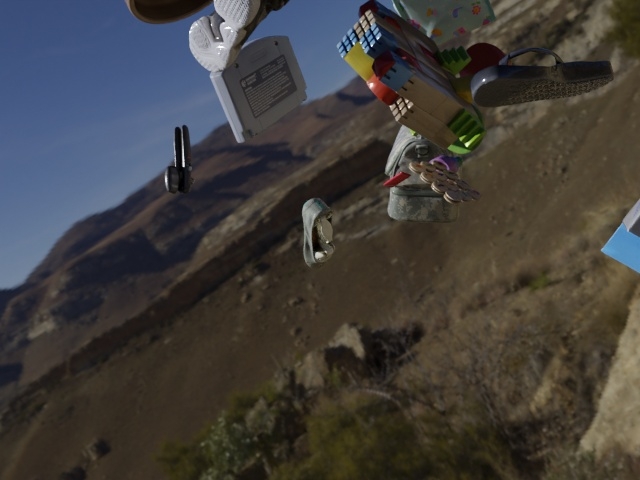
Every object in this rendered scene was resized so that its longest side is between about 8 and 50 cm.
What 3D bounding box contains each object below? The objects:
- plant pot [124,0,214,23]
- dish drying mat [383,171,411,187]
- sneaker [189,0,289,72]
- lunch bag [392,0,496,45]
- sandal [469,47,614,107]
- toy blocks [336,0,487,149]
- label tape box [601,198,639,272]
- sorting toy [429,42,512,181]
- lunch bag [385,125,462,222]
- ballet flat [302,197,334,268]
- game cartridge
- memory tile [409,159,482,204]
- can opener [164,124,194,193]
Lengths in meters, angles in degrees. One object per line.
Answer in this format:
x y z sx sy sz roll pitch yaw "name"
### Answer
-0.337 -0.634 1.674 0.263 0.229 0.263 -29 -10 -6 "plant pot"
0.203 -0.160 2.096 0.032 0.008 0.083 16 -26 -28 "dish drying mat"
-0.141 -0.416 1.457 0.153 0.101 0.269 -44 5 -31 "sneaker"
0.280 -0.627 1.928 0.224 0.262 0.160 -22 34 18 "lunch bag"
0.287 -0.221 1.049 0.255 0.054 0.097 -11 -7 -39 "sandal"
0.156 -0.356 1.597 0.191 0.261 0.381 -45 40 27 "toy blocks"
0.584 -0.014 1.127 0.106 0.241 0.333 -47 -15 -48 "label tape box"
0.362 -0.299 1.844 0.126 0.127 0.365 -28 -33 -44 "sorting toy"
0.298 -0.223 2.228 0.213 0.255 0.305 5 29 10 "lunch bag"
0.000 0.000 1.740 0.072 0.068 0.213 -32 -39 -24 "ballet flat"
-0.145 -0.380 1.898 0.060 0.195 0.294 -2 28 34 "game cartridge"
0.262 -0.125 1.652 0.113 0.148 0.012 -9 -47 -42 "memory tile"
-0.361 -0.211 2.061 0.059 0.185 0.073 0 -8 25 "can opener"
